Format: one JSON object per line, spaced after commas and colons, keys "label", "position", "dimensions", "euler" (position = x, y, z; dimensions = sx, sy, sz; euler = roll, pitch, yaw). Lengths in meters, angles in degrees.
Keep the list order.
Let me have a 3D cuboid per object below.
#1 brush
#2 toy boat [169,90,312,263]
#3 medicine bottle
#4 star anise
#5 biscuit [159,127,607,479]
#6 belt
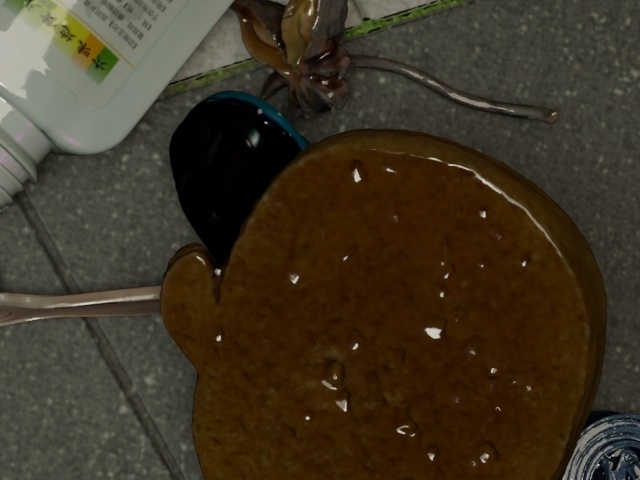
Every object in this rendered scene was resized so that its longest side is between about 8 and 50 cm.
{"label": "brush", "position": [-0.246, 0.037, 1.354], "dimensions": [0.312, 0.072, 0.067], "euler": [-3, 74, -15]}
{"label": "toy boat", "position": [0.000, 0.000, 1.405], "dimensions": [0.299, 0.134, 0.092], "euler": [55, 39, -4]}
{"label": "medicine bottle", "position": [-0.195, -0.178, 1.345], "dimensions": [0.179, 0.124, 0.324], "euler": [40, 77, -20]}
{"label": "star anise", "position": [0.064, -0.163, 1.430], "dimensions": [0.227, 0.148, 0.218], "euler": [-16, 56, -40]}
{"label": "biscuit", "position": [0.039, 0.094, 1.325], "dimensions": [0.350, 0.070, 0.394], "euler": [27, 118, 6]}
{"label": "belt", "position": [0.264, 0.241, 1.460], "dimensions": [0.141, 0.082, 0.190], "euler": [-13, 89, -9]}
